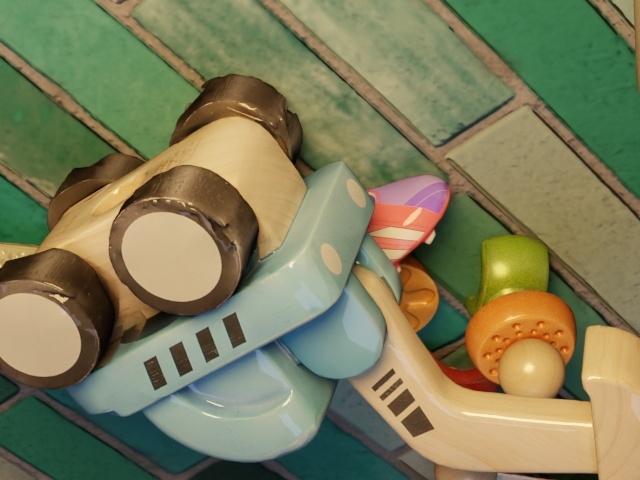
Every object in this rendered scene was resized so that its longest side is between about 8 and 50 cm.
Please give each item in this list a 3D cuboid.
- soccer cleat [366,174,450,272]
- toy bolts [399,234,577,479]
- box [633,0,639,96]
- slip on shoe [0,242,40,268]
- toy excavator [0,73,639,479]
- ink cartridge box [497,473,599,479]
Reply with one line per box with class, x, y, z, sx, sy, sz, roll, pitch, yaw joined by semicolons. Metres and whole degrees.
soccer cleat;0.000;0.000;1.405;0.248;0.083;0.095;-29;123;27
toy bolts;0.118;0.130;1.457;0.218;0.158;0.229;1;131;-7
box;0.395;-0.160;1.165;0.311;0.121;0.148;-6;131;6
slip on shoe;-0.276;0.066;1.455;0.331;0.123;0.101;17;163;-22
toy excavator;0.014;0.084;1.305;0.433;0.222;0.445;-28;111;26
ink cartridge box;0.309;0.322;1.693;0.384;0.091;0.308;6;134;-8
